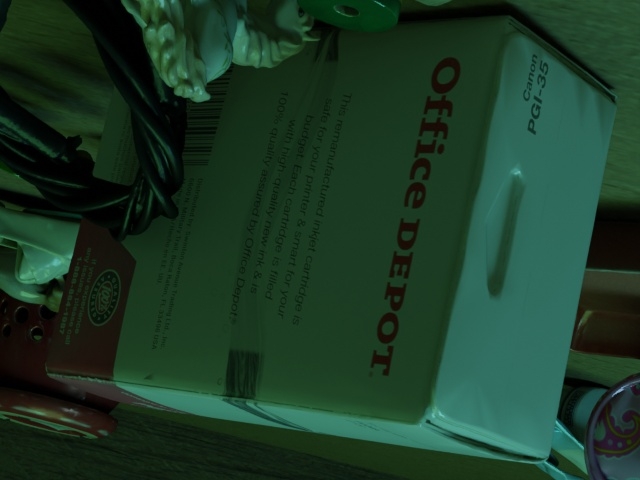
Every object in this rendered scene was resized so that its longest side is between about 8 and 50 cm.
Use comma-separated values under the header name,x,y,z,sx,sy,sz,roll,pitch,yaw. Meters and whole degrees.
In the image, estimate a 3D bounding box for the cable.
name,x,y,z,sx,sy,sz,roll,pitch,yaw
cable,-0.137,-0.076,0.815,0.150,0.047,0.184,8,129,23

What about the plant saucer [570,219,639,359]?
name,x,y,z,sx,sy,sz,roll,pitch,yaw
plant saucer,0.235,0.038,1.131,0.258,0.048,0.259,3,164,39

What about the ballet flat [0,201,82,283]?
name,x,y,z,sx,sy,sz,roll,pitch,yaw
ballet flat,-0.292,0.000,1.451,0.248,0.086,0.086,15,167,-4

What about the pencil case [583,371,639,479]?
name,x,y,z,sx,sy,sz,roll,pitch,yaw
pencil case,0.313,0.156,1.274,0.124,0.124,0.284,6,-178,30

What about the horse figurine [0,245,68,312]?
name,x,y,z,sx,sy,sz,roll,pitch,yaw
horse figurine,-0.305,0.024,1.609,0.263,0.066,0.174,12,162,21

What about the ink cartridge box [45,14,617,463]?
name,x,y,z,sx,sy,sz,roll,pitch,yaw
ink cartridge box,0.000,0.000,0.849,0.283,0.207,0.117,3,165,42

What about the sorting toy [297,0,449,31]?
name,x,y,z,sx,sy,sz,roll,pitch,yaw
sorting toy,0.030,-0.144,0.562,0.132,0.046,0.274,19,167,-24

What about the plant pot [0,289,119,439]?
name,x,y,z,sx,sy,sz,roll,pitch,yaw
plant pot,-0.306,0.139,1.869,0.191,0.174,0.191,11,166,3

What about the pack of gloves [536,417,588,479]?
name,x,y,z,sx,sy,sz,roll,pitch,yaw
pack of gloves,0.221,0.219,1.699,0.232,0.046,0.195,41,165,-11

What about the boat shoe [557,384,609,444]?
name,x,y,z,sx,sy,sz,roll,pitch,yaw
boat shoe,0.347,0.232,1.746,0.267,0.096,0.088,24,169,-32

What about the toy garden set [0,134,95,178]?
name,x,y,z,sx,sy,sz,roll,pitch,yaw
toy garden set,-0.144,-0.044,1.071,0.203,0.049,0.244,25,179,-41

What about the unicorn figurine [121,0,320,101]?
name,x,y,z,sx,sy,sz,roll,pitch,yaw
unicorn figurine,-0.049,-0.108,0.685,0.060,0.162,0.111,-17,116,32
